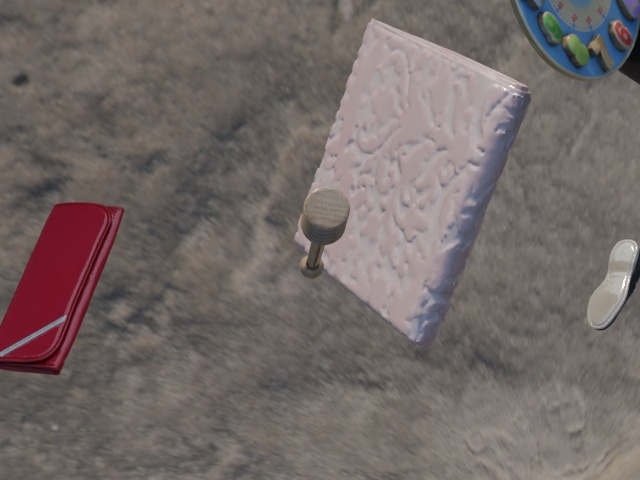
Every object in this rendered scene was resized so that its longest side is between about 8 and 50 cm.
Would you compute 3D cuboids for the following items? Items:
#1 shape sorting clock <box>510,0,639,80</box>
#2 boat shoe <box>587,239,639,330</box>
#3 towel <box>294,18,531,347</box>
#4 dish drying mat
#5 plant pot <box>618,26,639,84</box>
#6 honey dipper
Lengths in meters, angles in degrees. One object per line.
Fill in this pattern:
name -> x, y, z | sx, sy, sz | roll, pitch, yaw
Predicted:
shape sorting clock -> 0.254, -0.260, 1.438 | 0.040, 0.206, 0.206 | -15, 71, 51
boat shoe -> 0.362, 0.060, 1.775 | 0.046, 0.038, 0.125 | 3, 59, 37
towel -> 0.105, -0.080, 1.809 | 0.317, 0.053, 0.332 | 38, 113, 52
dish drying mat -> -0.103, 0.017, 0.572 | 0.032, 0.008, 0.083 | 2, 49, 15
plant pot -> 0.389, -0.272, 1.609 | 0.187, 0.167, 0.188 | -27, 52, -31
honey dipper -> 0.000, 0.000, 0.991 | 0.030, 0.161, 0.031 | 1, 75, -3
